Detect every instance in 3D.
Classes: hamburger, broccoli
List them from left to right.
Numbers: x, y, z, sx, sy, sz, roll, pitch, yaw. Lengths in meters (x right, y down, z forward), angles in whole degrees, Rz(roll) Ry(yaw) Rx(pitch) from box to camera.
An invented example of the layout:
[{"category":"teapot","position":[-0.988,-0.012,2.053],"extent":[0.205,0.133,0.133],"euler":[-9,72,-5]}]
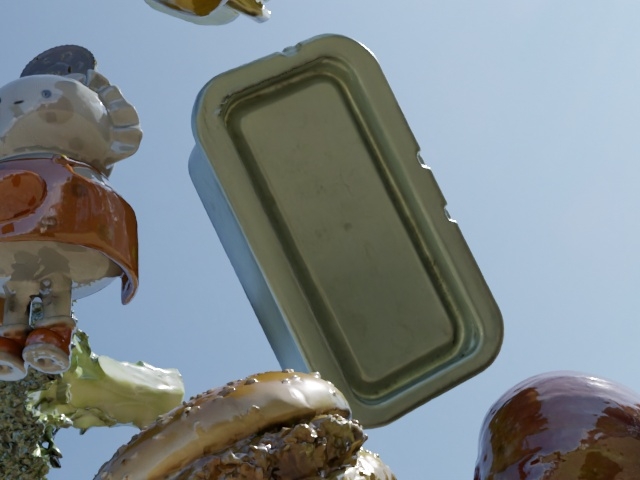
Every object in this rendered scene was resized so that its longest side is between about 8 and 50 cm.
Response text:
[{"category":"broccoli","position":[-0.293,0.147,1.293],"extent":[0.221,0.252,0.361],"euler":[-27,-7,21]},{"category":"hamburger","position":[-0.051,0.149,0.581],"extent":[0.182,0.118,0.191],"euler":[-40,-17,-8]}]

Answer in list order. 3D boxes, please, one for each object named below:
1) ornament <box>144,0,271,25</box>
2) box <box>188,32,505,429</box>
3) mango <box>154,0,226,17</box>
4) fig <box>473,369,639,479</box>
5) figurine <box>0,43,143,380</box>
[{"category":"ornament","position":[-0.144,-0.266,1.079],"extent":[0.180,0.201,0.059],"euler":[20,-89,-25]},{"category":"box","position":[0.000,0.000,0.956],"extent":[0.175,0.182,0.312],"euler":[-26,-90,-20]},{"category":"mango","position":[-0.104,-0.311,0.846],"extent":[0.130,0.167,0.262],"euler":[-28,-48,-59]},{"category":"fig","position":[0.215,0.200,0.861],"extent":[0.205,0.205,0.205],"euler":[-18,-52,-25]},{"category":"figurine","position":[-0.190,-0.030,0.760],"extent":[0.143,0.271,0.143],"euler":[0,-47,0]}]
